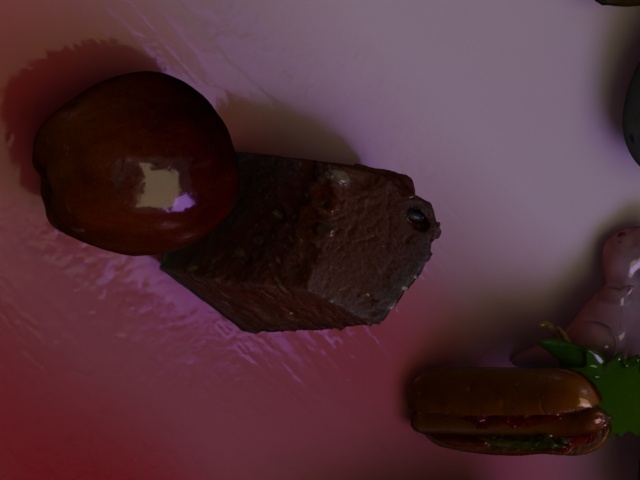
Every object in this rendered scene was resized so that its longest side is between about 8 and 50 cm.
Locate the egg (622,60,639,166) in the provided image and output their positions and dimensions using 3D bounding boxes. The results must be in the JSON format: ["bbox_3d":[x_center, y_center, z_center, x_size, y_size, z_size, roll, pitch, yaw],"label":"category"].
[{"bbox_3d":[0.385,-0.144,1.672,0.236,0.169,0.169,-34,119,25],"label":"egg"}]

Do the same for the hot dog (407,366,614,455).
[{"bbox_3d":[0.175,0.160,1.673,0.062,0.235,0.092,-40,112,-39],"label":"hot dog"}]

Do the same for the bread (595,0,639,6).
[{"bbox_3d":[0.290,-0.257,1.647,0.156,0.103,0.110,40,85,-19],"label":"bread"}]

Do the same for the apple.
[{"bbox_3d":[-0.157,-0.062,1.512,0.158,0.147,0.156,-16,85,-28],"label":"apple"}]

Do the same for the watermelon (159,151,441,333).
[{"bbox_3d":[0.000,0.000,1.537,0.140,0.256,0.193,39,83,-26],"label":"watermelon"}]

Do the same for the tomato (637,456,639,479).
[{"bbox_3d":[0.465,0.232,1.751,0.316,0.317,0.282,1,68,-21],"label":"tomato"}]

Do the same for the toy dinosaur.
[{"bbox_3d":[0.261,0.080,1.732,0.152,0.177,0.194,25,126,-30],"label":"toy dinosaur"}]
